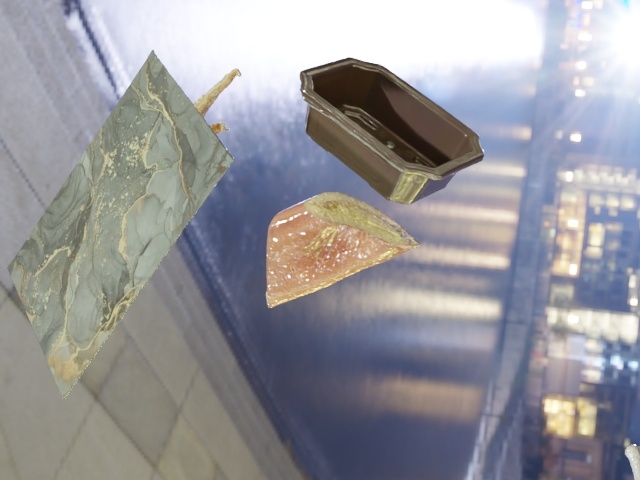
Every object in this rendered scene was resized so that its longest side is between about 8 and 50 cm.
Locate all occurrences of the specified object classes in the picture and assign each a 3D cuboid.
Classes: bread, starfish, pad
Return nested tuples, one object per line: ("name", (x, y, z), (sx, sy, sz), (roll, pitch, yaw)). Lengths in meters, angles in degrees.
("bread", (0.000, 0.000, 1.181), (0.119, 0.192, 0.067), (55, 26, -31))
("starfish", (-0.187, -0.139, 1.505), (0.231, 0.048, 0.295), (-56, 178, -24))
("pad", (-0.256, -0.024, 1.308), (0.007, 0.247, 0.367), (19, 116, -45))

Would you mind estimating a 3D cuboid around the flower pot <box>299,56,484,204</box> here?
("flower pot", (0.083, -0.140, 1.452), (0.179, 0.251, 0.084), (-26, 147, -45))

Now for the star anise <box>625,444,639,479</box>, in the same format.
("star anise", (0.366, 0.350, 1.153), (0.262, 0.081, 0.230), (66, -16, -3))
